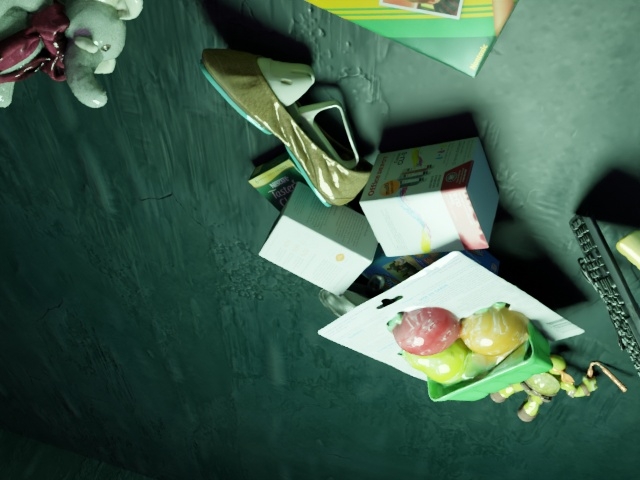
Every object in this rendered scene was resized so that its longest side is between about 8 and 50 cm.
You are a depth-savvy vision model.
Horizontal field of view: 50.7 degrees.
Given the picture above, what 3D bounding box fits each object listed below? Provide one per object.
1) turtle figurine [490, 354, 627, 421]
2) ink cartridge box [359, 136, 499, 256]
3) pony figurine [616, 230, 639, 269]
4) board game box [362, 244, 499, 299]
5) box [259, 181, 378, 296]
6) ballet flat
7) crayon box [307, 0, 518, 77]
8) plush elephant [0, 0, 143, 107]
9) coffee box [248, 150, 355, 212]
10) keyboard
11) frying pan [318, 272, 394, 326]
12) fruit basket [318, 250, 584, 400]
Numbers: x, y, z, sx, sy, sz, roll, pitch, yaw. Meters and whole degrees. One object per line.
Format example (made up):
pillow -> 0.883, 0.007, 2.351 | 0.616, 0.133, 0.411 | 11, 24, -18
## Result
turtle figurine -> 0.451, 0.291, 1.365 | 0.270, 0.087, 0.217 | 22, 140, 1
ink cartridge box -> 0.174, -0.066, 1.070 | 0.176, 0.128, 0.127 | -7, 131, 30
pony figurine -> 0.597, 0.149, 0.936 | 0.303, 0.363, 0.351 | -40, 147, 21
board game box -> 0.195, 0.048, 1.248 | 0.160, 0.047, 0.210 | 38, 138, -18
box -> 0.000, 0.000, 1.189 | 0.171, 0.091, 0.130 | 28, 139, -8
ballet flat -> -0.032, -0.194, 1.056 | 0.124, 0.116, 0.342 | -32, 118, 22
crayon box -> 0.107, -0.398, 0.710 | 0.313, 0.106, 0.363 | 24, 138, 0
plush elephant -> -0.411, -0.300, 1.013 | 0.256, 0.329, 0.272 | 9, 157, -18
coffee box -> -0.030, -0.076, 1.222 | 0.113, 0.040, 0.184 | -20, 124, 40
keyboard -> 0.458, 0.110, 1.038 | 0.033, 0.317, 0.201 | -23, 168, 11
frying pan -> 0.073, 0.106, 1.317 | 0.197, 0.053, 0.326 | 16, 154, 27
fruit basket -> 0.231, 0.152, 1.206 | 0.353, 0.165, 0.327 | 32, 132, -26
